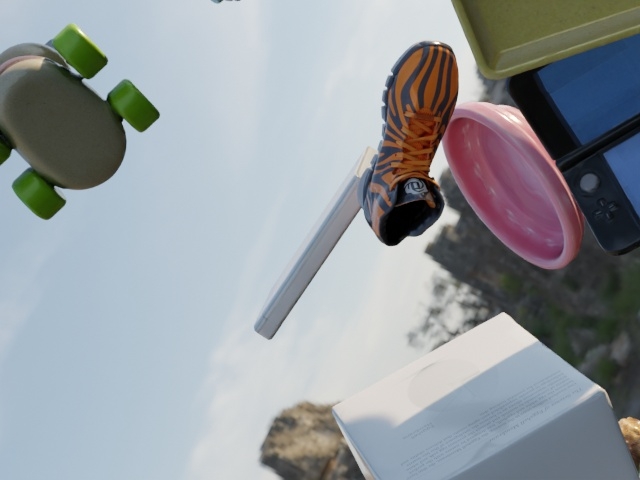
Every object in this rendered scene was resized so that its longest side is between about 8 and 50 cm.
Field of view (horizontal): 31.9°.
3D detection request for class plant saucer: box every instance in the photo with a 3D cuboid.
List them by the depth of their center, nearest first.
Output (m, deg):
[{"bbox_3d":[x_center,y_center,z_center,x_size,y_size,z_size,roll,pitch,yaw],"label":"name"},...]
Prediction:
[{"bbox_3d":[0.274,-0.365,1.289,0.332,0.333,0.081,-19,-11,-7],"label":"plant saucer"},{"bbox_3d":[0.340,-0.106,1.922,0.084,0.332,0.332,-36,-17,-14],"label":"plant saucer"}]

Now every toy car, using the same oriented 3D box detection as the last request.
[{"bbox_3d":[-0.276,-0.140,1.121,0.155,0.188,0.149,-43,-54,0],"label":"toy car"}]

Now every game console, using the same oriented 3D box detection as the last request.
[{"bbox_3d":[0.441,-0.167,1.499,0.293,0.250,0.173,-32,-34,17],"label":"game console"}]

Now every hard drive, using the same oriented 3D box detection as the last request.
[{"bbox_3d":[0.000,0.000,2.093,0.353,0.047,0.233,-55,4,19],"label":"hard drive"}]

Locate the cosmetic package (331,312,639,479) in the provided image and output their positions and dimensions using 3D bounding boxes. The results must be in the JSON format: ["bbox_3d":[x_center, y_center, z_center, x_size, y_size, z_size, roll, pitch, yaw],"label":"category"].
[{"bbox_3d":[0.163,0.214,1.141,0.224,0.138,0.225,-28,20,-6],"label":"cosmetic package"}]

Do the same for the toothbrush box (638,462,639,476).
[{"bbox_3d":[0.399,0.323,1.227,0.283,0.122,0.206,-58,-28,-53],"label":"toothbrush box"}]

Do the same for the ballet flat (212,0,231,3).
[{"bbox_3d":[-0.183,-0.438,1.273,0.182,0.483,0.164,-40,-39,-12],"label":"ballet flat"}]

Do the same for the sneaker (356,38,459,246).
[{"bbox_3d":[0.152,-0.132,1.701,0.180,0.124,0.321,-107,26,-58],"label":"sneaker"}]

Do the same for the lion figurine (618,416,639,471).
[{"bbox_3d":[0.411,0.406,1.704,0.392,0.240,0.142,-48,26,-4],"label":"lion figurine"}]
